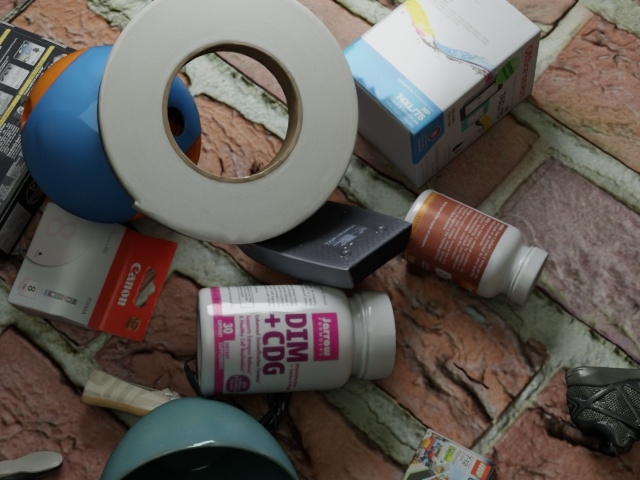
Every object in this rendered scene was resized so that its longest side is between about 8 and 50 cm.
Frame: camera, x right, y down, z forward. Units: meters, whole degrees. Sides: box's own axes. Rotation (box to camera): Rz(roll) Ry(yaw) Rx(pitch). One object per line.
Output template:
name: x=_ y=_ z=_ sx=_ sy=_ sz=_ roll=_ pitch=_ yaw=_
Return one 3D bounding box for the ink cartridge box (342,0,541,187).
ink cartridge box: x=0.192 y=-0.271 z=1.508 sx=0.270 sy=0.198 sz=0.197 roll=-40 pitch=68 yaw=-8

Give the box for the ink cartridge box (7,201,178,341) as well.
ink cartridge box: x=-0.382 y=0.050 z=1.538 sx=0.232 sy=0.066 sz=0.189 roll=11 pitch=70 yaw=16

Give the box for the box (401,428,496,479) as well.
box: x=0.161 y=0.393 z=1.336 sx=0.114 sy=0.036 sz=0.207 roll=25 pitch=74 yaw=16

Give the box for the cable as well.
cable: x=-0.117 y=0.225 z=1.442 sx=0.151 sy=0.047 sz=0.184 roll=-32 pitch=72 yaw=-14

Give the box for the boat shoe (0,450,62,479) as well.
boat shoe: x=-0.461 y=0.363 z=1.432 sx=0.125 sy=0.038 sz=0.046 roll=-13 pitch=25 yaw=-3

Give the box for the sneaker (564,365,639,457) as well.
sneaker: x=0.473 y=0.251 z=1.325 sx=0.228 sy=0.087 sz=0.130 roll=-1 pitch=70 yaw=11

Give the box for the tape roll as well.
tape roll: x=-0.136 y=-0.187 z=1.362 sx=0.392 sy=0.072 sz=0.392 roll=0 pitch=92 yaw=-16

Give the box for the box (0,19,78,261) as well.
box: x=-0.605 y=-0.198 z=1.644 sx=0.318 sy=0.097 sz=0.395 roll=22 pitch=74 yaw=13

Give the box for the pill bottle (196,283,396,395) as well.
pill bottle: x=-0.040 y=0.146 z=1.370 sx=0.283 sy=0.160 sz=0.160 roll=-2 pitch=67 yaw=-11

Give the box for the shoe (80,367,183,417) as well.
shoe: x=-0.271 y=0.248 z=1.431 sx=0.219 sy=0.076 sz=0.058 roll=10 pitch=75 yaw=14

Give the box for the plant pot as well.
plant pot: x=-0.179 y=0.337 z=1.303 sx=0.290 sy=0.290 sz=0.195 roll=-21 pitch=32 yaw=-1

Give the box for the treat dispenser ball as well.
treat dispenser ball: x=-0.338 y=-0.171 z=1.492 sx=0.288 sy=0.288 sz=0.288 roll=-3 pitch=68 yaw=7

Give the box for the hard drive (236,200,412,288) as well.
hard drive: x=0.000 y=0.000 z=1.429 sx=0.255 sy=0.054 sz=0.172 roll=16 pitch=37 yaw=41

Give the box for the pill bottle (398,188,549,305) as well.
pill bottle: x=0.237 y=0.015 z=1.430 sx=0.216 sy=0.121 sz=0.121 roll=26 pitch=74 yaw=17
